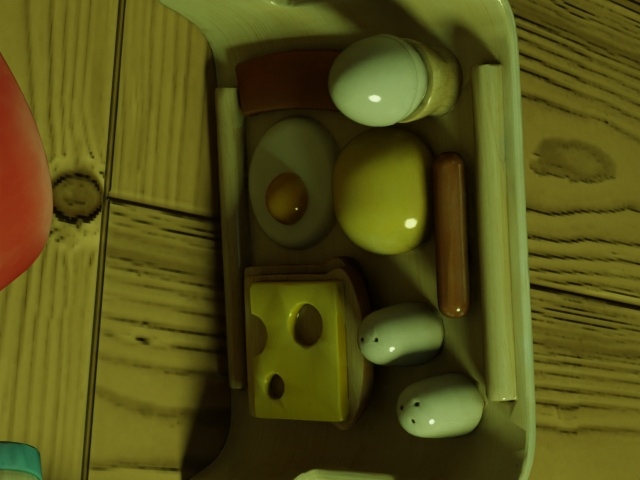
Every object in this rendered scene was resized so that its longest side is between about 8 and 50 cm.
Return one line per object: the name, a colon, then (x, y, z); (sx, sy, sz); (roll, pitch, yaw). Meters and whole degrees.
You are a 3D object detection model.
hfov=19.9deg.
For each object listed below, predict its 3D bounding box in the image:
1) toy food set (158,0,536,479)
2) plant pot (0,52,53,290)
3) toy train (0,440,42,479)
toy food set: (0.000, 0.000, 1.022); (0.092, 0.220, 0.306); (-3, 91, -50)
plant pot: (-0.239, -0.020, 0.774); (0.174, 0.191, 0.191); (-40, 118, -33)
toy train: (-0.238, 0.166, 0.839); (0.248, 0.105, 0.143); (2, 62, -21)
